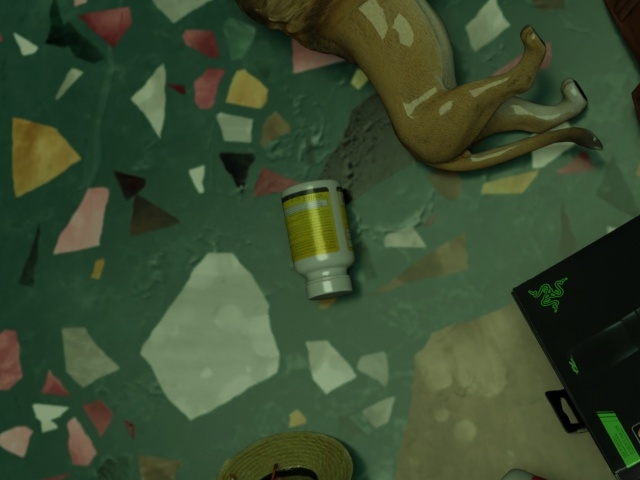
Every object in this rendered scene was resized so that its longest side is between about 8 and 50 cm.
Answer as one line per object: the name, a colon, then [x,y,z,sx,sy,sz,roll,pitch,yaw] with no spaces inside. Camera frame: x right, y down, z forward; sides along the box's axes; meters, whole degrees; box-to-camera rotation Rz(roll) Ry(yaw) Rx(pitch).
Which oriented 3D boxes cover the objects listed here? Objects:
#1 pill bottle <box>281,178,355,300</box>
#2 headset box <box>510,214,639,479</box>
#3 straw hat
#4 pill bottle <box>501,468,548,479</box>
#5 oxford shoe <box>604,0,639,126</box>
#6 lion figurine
pill bottle: [0.000,0.000,1.916,0.065,0.065,0.116,-12,80,9]
headset box: [0.348,0.099,1.754,0.283,0.131,0.246,-30,48,7]
straw hat: [-0.034,0.261,1.890,0.144,0.144,0.061,-5,123,10]
pill bottle: [0.291,0.355,1.762,0.318,0.176,0.176,23,88,13]
oxford shoe: [0.375,-0.249,1.864,0.146,0.140,0.397,-7,80,-16]
lion figurine: [0.088,-0.194,1.889,0.240,0.142,0.392,-35,82,12]
